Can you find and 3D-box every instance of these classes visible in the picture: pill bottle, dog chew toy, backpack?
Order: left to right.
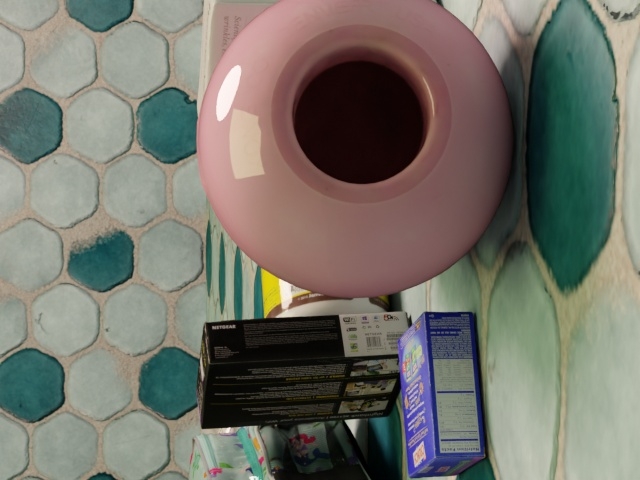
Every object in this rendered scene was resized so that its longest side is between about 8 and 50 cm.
[{"bbox_3d":[-0.034,0.266,1.376,0.253,0.191,0.225,-103,13,-67],"label":"backpack"},{"bbox_3d":[0.000,0.000,1.328,0.117,0.117,0.215,106,161,-60],"label":"pill bottle"},{"bbox_3d":[0.022,-0.055,0.998,0.332,0.206,0.207,95,174,-83],"label":"dog chew toy"}]

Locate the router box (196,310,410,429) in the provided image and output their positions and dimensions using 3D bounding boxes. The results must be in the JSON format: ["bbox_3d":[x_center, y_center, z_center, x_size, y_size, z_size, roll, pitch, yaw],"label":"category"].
[{"bbox_3d":[-0.018,0.116,1.247,0.133,0.178,0.046,104,161,-57],"label":"router box"}]

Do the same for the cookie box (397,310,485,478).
[{"bbox_3d":[0.087,0.115,1.033,0.092,0.040,0.107,118,151,-70],"label":"cookie box"}]

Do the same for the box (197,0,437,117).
[{"bbox_3d":[-0.009,-0.151,1.181,0.119,0.181,0.181,-100,14,-49],"label":"box"}]

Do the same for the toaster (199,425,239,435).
[{"bbox_3d":[-0.091,0.301,1.871,0.146,0.129,0.227,-130,42,-72],"label":"toaster"}]
